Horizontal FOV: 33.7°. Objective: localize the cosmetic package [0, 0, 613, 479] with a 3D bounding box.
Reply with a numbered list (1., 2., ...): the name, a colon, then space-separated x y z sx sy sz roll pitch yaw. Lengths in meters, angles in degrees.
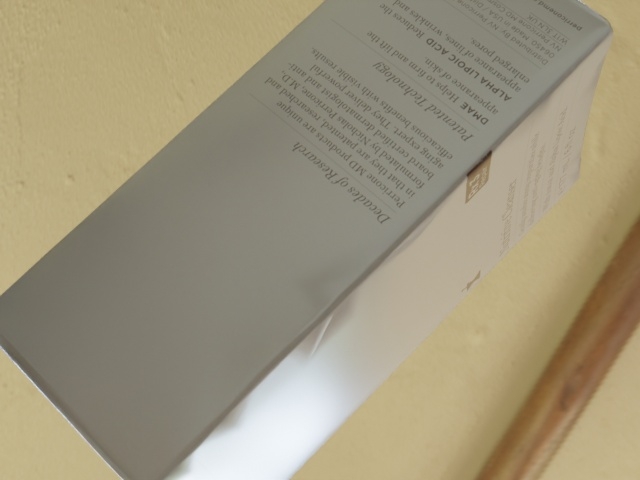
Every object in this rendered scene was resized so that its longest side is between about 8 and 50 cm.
1. cosmetic package: 0.000 0.000 0.687 0.385 0.156 0.217 -46 -21 -12
